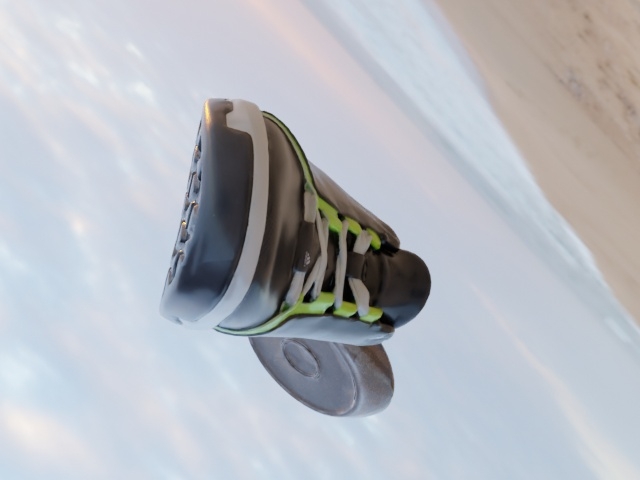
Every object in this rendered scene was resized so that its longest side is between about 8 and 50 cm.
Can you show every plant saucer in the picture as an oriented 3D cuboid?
[{"bbox_3d":[-0.010,0.098,0.922,0.168,0.029,0.168,28,141,26],"label":"plant saucer"}]

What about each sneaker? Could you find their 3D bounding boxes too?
[{"bbox_3d":[0.000,0.000,0.422,0.097,0.084,0.235,11,178,3],"label":"sneaker"}]
